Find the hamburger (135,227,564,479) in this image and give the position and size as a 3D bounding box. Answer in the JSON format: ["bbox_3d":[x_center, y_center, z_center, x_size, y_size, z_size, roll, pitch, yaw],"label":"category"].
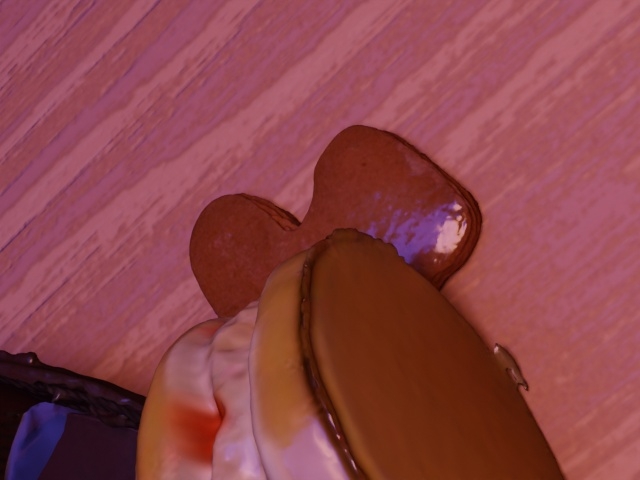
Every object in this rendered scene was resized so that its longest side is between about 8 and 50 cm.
[{"bbox_3d":[0.027,0.162,0.813,0.186,0.261,0.303,-39,110,26],"label":"hamburger"}]

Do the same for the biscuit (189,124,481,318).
[{"bbox_3d":[0.000,0.000,0.956,0.186,0.036,0.192,46,106,28],"label":"biscuit"}]

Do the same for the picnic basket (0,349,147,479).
[{"bbox_3d":[-0.178,0.198,0.985,0.297,0.129,0.222,11,89,30],"label":"picnic basket"}]
